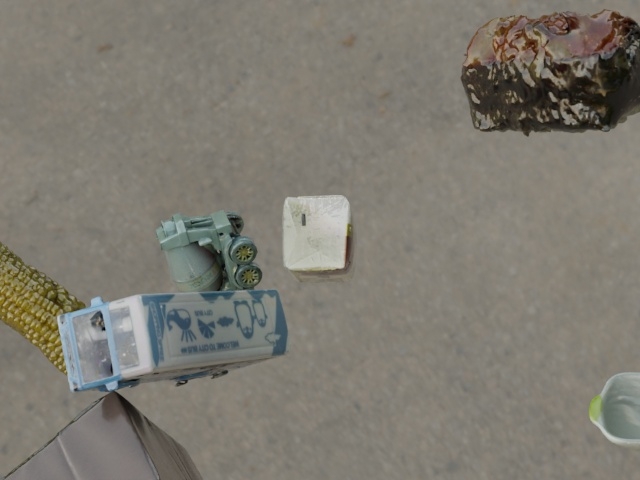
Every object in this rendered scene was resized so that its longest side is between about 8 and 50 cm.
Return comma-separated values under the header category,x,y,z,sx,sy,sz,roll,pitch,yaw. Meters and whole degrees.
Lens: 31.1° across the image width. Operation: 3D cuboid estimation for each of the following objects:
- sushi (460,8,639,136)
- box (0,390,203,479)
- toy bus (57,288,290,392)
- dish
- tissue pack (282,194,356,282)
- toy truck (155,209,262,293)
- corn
category,x,y,z,sx,sy,sz,roll,pitch,yaw
sushi,0.350,-0.259,1.731,0.196,0.182,0.343,-16,15,-30
box,-0.237,0.322,1.368,0.188,0.252,0.153,-38,59,-2
toy bus,-0.168,0.117,1.380,0.131,0.297,0.106,-17,80,29
dish,0.221,0.106,0.640,0.137,0.039,0.091,-2,35,17
tissue pack,0.001,0.001,1.644,0.099,0.149,0.106,-1,82,5
toy truck,-0.165,0.065,1.804,0.140,0.257,0.108,-16,32,-10
corn,-0.386,0.089,1.557,0.097,0.320,0.097,-48,10,11
